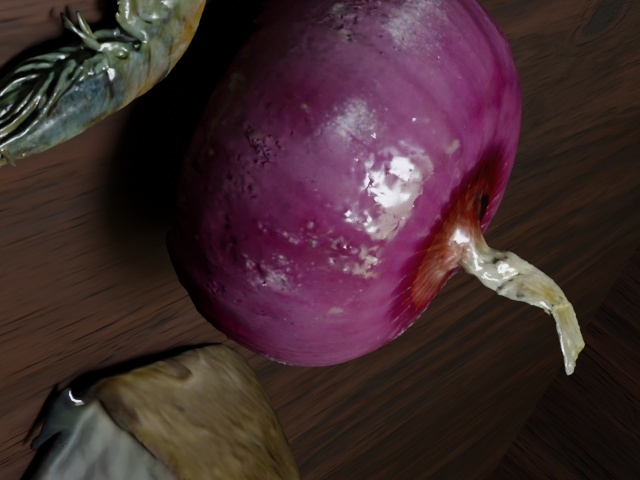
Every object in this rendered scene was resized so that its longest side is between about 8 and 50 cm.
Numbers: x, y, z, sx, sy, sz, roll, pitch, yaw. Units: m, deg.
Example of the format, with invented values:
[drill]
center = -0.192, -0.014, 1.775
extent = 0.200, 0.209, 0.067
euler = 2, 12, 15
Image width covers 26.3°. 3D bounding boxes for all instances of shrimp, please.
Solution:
[shrimp]
center = -0.177, -0.131, 0.923
extent = 0.296, 0.058, 0.169
euler = -40, 150, -34

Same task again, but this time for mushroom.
[mushroom]
center = -0.100, 0.276, 1.455
extent = 0.224, 0.314, 0.397
euler = -55, 165, 20

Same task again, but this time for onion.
[onion]
center = 0.046, -0.063, 1.153
extent = 0.358, 0.345, 0.358
euler = 3, 90, -69
